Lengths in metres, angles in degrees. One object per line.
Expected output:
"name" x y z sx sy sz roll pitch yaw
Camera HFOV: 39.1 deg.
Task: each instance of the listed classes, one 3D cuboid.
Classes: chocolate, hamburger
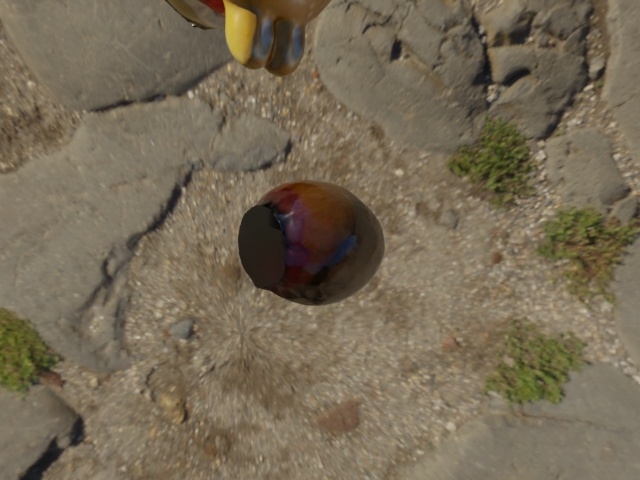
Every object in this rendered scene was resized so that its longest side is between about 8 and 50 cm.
"chocolate" 0.000 0.000 0.873 0.133 0.127 0.124 -17 102 -35
"hamburger" -0.079 -0.366 1.108 0.186 0.261 0.303 22 92 37
